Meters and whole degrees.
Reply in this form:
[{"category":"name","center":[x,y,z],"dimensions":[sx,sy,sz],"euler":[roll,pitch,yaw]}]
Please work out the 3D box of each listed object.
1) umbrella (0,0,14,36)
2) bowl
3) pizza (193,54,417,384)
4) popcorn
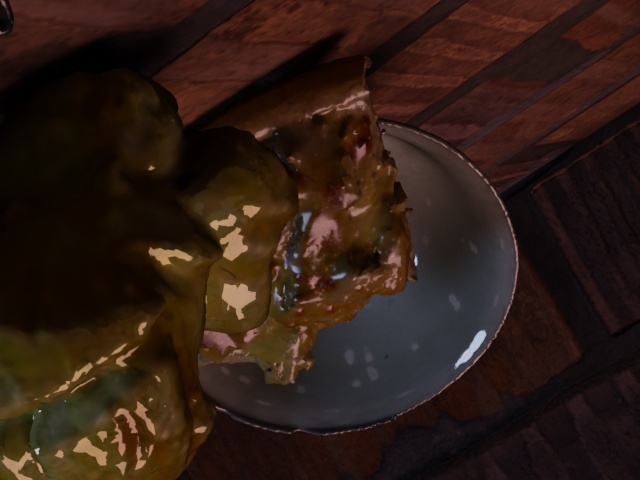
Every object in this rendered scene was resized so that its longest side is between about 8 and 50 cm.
[{"category":"umbrella","center":[-0.264,-0.016,0.537],"dimensions":[0.349,0.094,0.143],"euler":[-30,169,19]},{"category":"bowl","center":[0.000,0.000,1.248],"dimensions":[0.313,0.313,0.146],"euler":[-32,-147,11]},{"category":"pizza","center":[-0.041,0.014,1.116],"dimensions":[0.323,0.223,0.089],"euler":[-40,-153,17]},{"category":"popcorn","center":[-0.147,0.032,0.867],"dimensions":[0.276,0.276,0.225],"euler":[-32,135,9]}]
